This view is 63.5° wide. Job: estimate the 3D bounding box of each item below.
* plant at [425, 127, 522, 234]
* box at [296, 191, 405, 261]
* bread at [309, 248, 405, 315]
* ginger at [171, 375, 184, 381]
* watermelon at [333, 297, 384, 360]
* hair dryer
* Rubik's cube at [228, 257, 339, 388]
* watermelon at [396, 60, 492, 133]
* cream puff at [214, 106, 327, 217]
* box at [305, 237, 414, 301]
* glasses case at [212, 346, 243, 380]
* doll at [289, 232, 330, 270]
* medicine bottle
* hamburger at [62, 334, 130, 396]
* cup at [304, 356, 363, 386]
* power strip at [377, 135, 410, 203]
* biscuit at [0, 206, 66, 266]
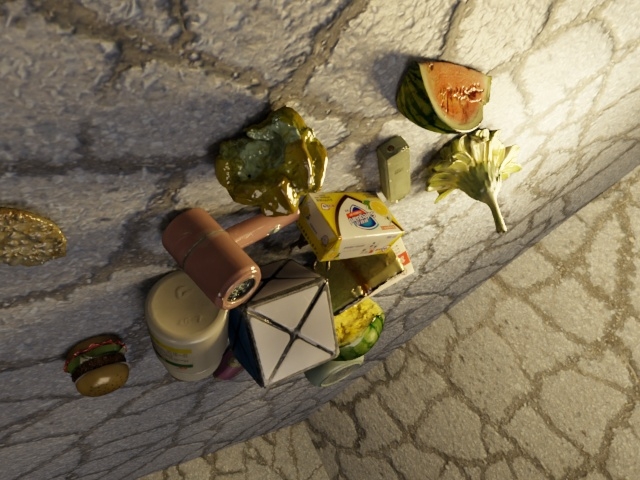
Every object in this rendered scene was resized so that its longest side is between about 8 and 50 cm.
[{"bbox_3d":[0.460,-0.195,1.509,0.306,0.297,0.261,-15,124,4],"label":"plant"},{"bbox_3d":[0.079,-0.043,1.398,0.265,0.168,0.097,-4,142,-40],"label":"box"},{"bbox_3d":[0.128,0.133,1.559,0.263,0.236,0.198,-35,118,2],"label":"bread"},{"bbox_3d":[-0.419,0.389,1.733,0.109,0.116,0.263,33,128,-17],"label":"ginger"},{"bbox_3d":[0.084,0.315,1.827,0.331,0.331,0.189,-32,115,3],"label":"watermelon"},{"bbox_3d":[-0.158,-0.005,1.199,0.352,0.210,0.125,-30,154,-37],"label":"hair dryer"},{"bbox_3d":[-0.120,0.220,1.461,0.255,0.259,0.260,-20,114,-25],"label":"Rubik's cube"},{"bbox_3d":[0.293,-0.302,1.189,0.304,0.128,0.159,-6,145,-42],"label":"watermelon"},{"bbox_3d":[-0.089,-0.135,1.036,0.221,0.194,0.195,-32,155,10],"label":"cream puff"},{"bbox_3d":[0.123,0.104,1.729,0.353,0.069,0.214,-28,125,-1],"label":"box"},{"bbox_3d":[-0.311,0.449,1.986,0.123,0.075,0.316,-4,145,-44],"label":"glasses case"},{"bbox_3d":[0.000,0.000,1.459,0.057,0.165,0.139,-14,130,45],"label":"doll"},{"bbox_3d":[-0.355,0.246,1.407,0.208,0.208,0.339,-19,153,-23],"label":"medicine bottle"},{"bbox_3d":[-0.606,0.354,1.424,0.175,0.137,0.175,-27,154,-14],"label":"hamburger"},{"bbox_3d":[-0.014,0.408,1.999,0.357,0.274,0.259,4,138,-51],"label":"cup"},{"bbox_3d":[0.201,-0.185,1.398,0.078,0.052,0.272,-29,156,-3],"label":"power strip"},{"bbox_3d":[-0.571,-0.009,0.904,0.141,0.038,0.290,-43,154,24],"label":"biscuit"}]
